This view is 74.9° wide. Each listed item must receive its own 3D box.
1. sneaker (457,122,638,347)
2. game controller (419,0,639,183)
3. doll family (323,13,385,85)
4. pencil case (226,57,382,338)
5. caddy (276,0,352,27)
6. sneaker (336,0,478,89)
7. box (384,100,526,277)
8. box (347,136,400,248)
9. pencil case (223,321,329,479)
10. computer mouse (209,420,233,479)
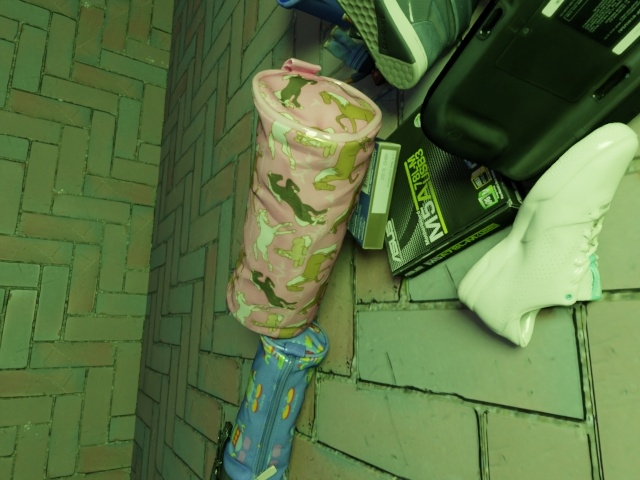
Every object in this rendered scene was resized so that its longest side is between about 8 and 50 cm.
[{"bbox_3d":[0.216,0.007,0.370,0.094,0.080,0.212,51,133,35],"label":"sneaker"},{"bbox_3d":[0.211,-0.167,0.289,0.319,0.166,0.067,125,160,-45],"label":"game controller"},{"bbox_3d":[0.088,-0.321,0.620,0.193,0.111,0.076,-50,7,49],"label":"doll family"},{"bbox_3d":[-0.040,-0.032,0.578,0.167,0.160,0.386,31,134,14],"label":"pencil case"},{"bbox_3d":[0.036,-0.513,0.658,0.341,0.179,0.242,-22,64,54],"label":"caddy"},{"bbox_3d":[0.098,-0.320,0.490,0.163,0.226,0.086,-44,27,-16],"label":"sneaker"},{"bbox_3d":[0.141,-0.075,0.519,0.184,0.045,0.191,-38,52,46],"label":"box"},{"bbox_3d":[0.044,-0.092,0.621,0.225,0.036,0.137,-130,43,-62],"label":"box"},{"bbox_3d":[-0.080,0.283,0.715,0.133,0.119,0.307,-114,39,-72],"label":"pencil case"},{"bbox_3d":[-0.188,0.520,0.880,0.272,0.072,0.189,-1,81,58],"label":"computer mouse"}]
